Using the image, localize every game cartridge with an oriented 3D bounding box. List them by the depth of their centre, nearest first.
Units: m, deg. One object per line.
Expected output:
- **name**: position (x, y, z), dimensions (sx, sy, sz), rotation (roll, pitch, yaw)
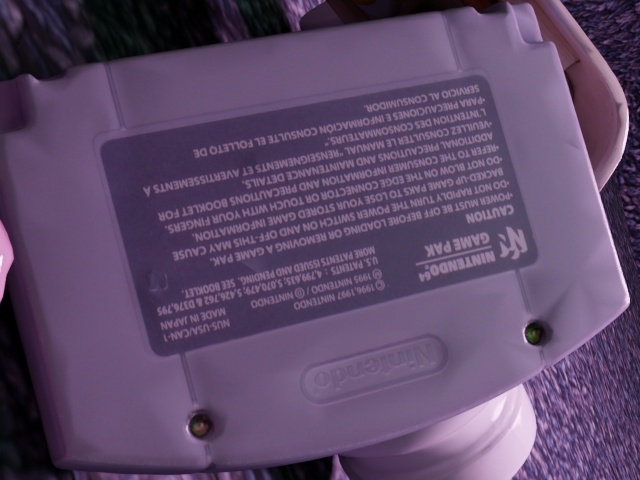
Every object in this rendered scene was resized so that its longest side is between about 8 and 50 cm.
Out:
- **game cartridge**: position (0.000, 0.000, 0.623), dimensions (0.060, 0.294, 0.196), rotation (-36, -112, 64)

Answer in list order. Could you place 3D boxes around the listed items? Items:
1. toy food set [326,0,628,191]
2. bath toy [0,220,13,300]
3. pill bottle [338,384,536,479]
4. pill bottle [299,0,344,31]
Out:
- **toy food set**: position (0.032, -0.136, 0.812), dimensions (0.306, 0.092, 0.220), rotation (52, -17, -5)
- **bath toy**: position (-0.154, 0.008, 0.363), dimensions (0.129, 0.151, 0.348), rotation (10, -52, 61)
- **pill bottle**: position (0.027, 0.032, 0.788), dimensions (0.153, 0.153, 0.264), rotation (-78, 146, -55)
- **pill bottle**: position (0.096, -0.055, 1.032), dimensions (0.169, 0.169, 0.301), rotation (-63, 132, -64)
